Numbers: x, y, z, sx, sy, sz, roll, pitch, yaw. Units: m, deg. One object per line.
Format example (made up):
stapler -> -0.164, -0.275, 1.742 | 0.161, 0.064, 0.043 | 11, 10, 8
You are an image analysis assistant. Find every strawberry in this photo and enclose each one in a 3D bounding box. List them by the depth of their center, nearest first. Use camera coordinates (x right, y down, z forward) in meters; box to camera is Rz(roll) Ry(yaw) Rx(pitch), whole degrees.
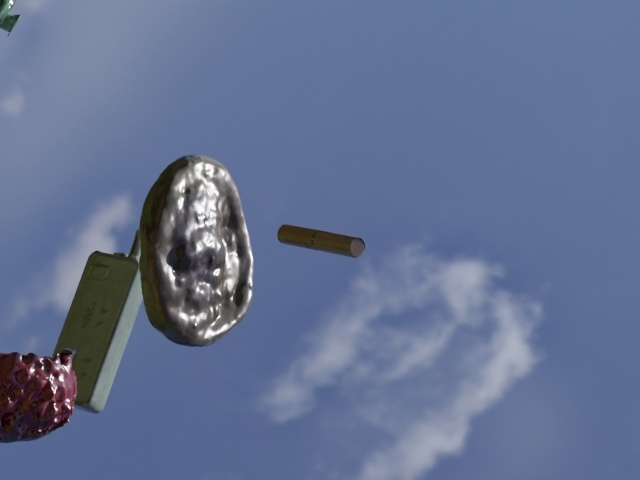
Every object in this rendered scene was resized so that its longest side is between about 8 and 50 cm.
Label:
strawberry -> -0.276, 0.127, 1.300 | 0.145, 0.145, 0.086 | 4, -88, 57

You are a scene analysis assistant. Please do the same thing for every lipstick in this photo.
lipstick -> 0.000, 0.000, 1.288 | 0.094, 0.019, 0.019 | 11, -101, 49

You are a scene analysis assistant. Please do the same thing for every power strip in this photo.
power strip -> -0.325, 0.112, 2.298 | 0.093, 0.053, 0.288 | 10, -107, 25

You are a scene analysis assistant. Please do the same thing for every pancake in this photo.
pancake -> -0.139, 0.017, 1.884 | 0.050, 0.242, 0.241 | -1, -113, 31

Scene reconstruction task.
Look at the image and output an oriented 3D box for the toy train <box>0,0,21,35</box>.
toy train -> -0.418, -0.195, 1.526 | 0.307, 0.173, 0.249 | -56, -167, 9
